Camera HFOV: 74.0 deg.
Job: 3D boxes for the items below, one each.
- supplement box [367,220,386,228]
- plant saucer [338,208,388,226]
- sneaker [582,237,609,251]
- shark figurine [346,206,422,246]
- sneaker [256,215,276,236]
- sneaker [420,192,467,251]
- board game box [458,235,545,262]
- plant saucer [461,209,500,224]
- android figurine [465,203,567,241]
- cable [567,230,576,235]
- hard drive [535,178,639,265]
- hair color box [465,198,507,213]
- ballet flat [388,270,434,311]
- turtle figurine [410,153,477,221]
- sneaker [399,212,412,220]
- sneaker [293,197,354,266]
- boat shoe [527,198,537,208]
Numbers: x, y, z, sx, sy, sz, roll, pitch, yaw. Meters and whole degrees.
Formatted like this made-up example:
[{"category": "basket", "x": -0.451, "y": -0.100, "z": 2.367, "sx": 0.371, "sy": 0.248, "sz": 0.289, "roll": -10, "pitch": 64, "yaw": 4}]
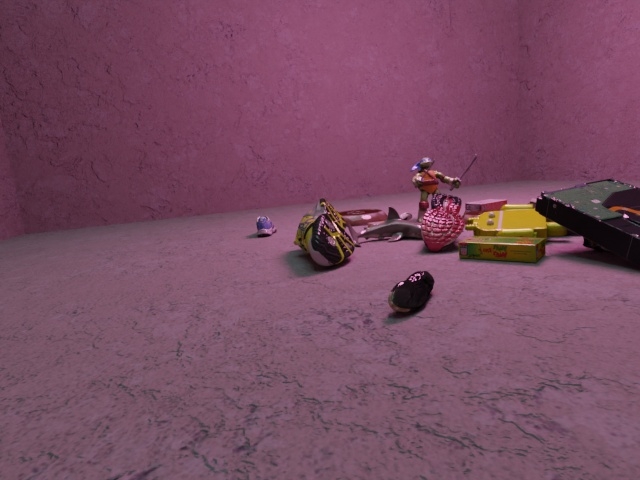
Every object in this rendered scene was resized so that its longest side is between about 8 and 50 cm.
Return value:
[{"category": "supplement box", "x": 0.238, "y": -0.053, "z": 1.637, "sx": 0.098, "sy": 0.036, "sz": 0.062, "roll": -8, "pitch": 10, "yaw": -14}, {"category": "plant saucer", "x": 0.168, "y": -0.111, "z": 1.997, "sx": 0.311, "sy": 0.050, "sz": 0.310, "roll": -5, "pitch": 8, "yaw": 1}, {"category": "sneaker", "x": 0.715, "y": -0.019, "z": 1.065, "sx": 0.178, "sy": 0.072, "sz": 0.077, "roll": -12, "pitch": 10, "yaw": -40}, {"category": "shark figurine", "x": 0.216, "y": -0.055, "z": 1.441, "sx": 0.278, "sy": 0.116, "sz": 0.166, "roll": -4, "pitch": 8, "yaw": -5}, {"category": "sneaker", "x": -0.238, "y": -0.070, "z": 1.868, "sx": 0.080, "sy": 0.081, "sz": 0.211, "roll": -7, "pitch": 8, "yaw": -3}, {"category": "sneaker", "x": 0.374, "y": -0.041, "z": 1.294, "sx": 0.121, "sy": 0.112, "sz": 0.299, "roll": 15, "pitch": 31, "yaw": 18}, {"category": "board game box", "x": 0.451, "y": 0.019, "z": 1.060, "sx": 0.181, "sy": 0.043, "sz": 0.092, "roll": 2, "pitch": 13, "yaw": 41}, {"category": "plant saucer", "x": 0.638, "y": -0.092, "z": 1.656, "sx": 0.199, "sy": 0.036, "sz": 0.198, "roll": -5, "pitch": 8, "yaw": 1}, {"category": "android figurine", "x": 0.576, "y": -0.049, "z": 1.265, "sx": 0.273, "sy": 0.056, "sz": 0.248, "roll": 1, "pitch": 24, "yaw": 27}, {"category": "cable", "x": 0.679, "y": -0.063, "z": 1.345, "sx": 0.140, "sy": 0.072, "sz": 0.287, "roll": -14, "pitch": 12, "yaw": -16}, {"category": "hard drive", "x": 0.705, "y": -0.048, "z": 0.967, "sx": 0.237, "sy": 0.064, "sz": 0.339, "roll": -11, "pitch": 29, "yaw": -13}, {"category": "hair color box", "x": 0.738, "y": -0.150, "z": 1.893, "sx": 0.167, "sy": 0.053, "sz": 0.093, "roll": -9, "pitch": 11, "yaw": -28}, {"category": "ballet flat", "x": 0.165, "y": 0.098, "z": 0.778, "sx": 0.049, "sy": 0.057, "sz": 0.173, "roll": -47, "pitch": -15, "yaw": 30}, {"category": "turtle figurine", "x": 0.477, "y": -0.211, "z": 1.752, "sx": 0.198, "sy": 0.266, "sz": 0.275, "roll": -15, "pitch": 13, "yaw": -43}, {"category": "sneaker", "x": 0.353, "y": -0.092, "z": 1.832, "sx": 0.109, "sy": 0.040, "sz": 0.044, "roll": -13, "pitch": 28, "yaw": -22}, {"category": "sneaker", "x": 0.000, "y": 0.000, "z": 1.263, "sx": 0.147, "sy": 0.145, "sz": 0.384, "roll": -42, "pitch": 12, "yaw": 14}, {"category": "boat shoe", "x": 0.780, "y": -0.088, "z": 1.462, "sx": 0.081, "sy": 0.068, "sz": 0.228, "roll": 34, "pitch": 10, "yaw": -9}]
